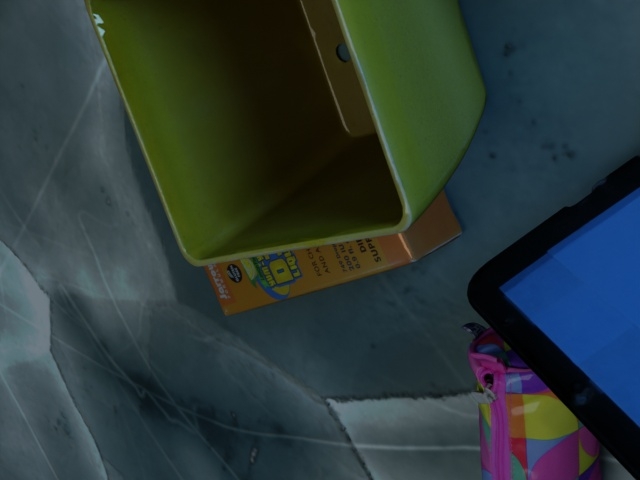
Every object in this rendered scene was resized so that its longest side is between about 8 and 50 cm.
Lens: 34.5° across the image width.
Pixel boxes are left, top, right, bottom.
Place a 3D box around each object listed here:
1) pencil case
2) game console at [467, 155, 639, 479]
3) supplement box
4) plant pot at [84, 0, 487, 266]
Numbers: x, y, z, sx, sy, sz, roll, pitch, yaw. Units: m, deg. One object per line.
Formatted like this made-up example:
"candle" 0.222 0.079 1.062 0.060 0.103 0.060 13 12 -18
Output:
"pencil case" 0.168 0.173 0.808 0.104 0.104 0.236 6 116 37
"game console" 0.217 -0.028 0.528 0.293 0.173 0.250 -129 35 -57
"supplement box" 0.000 0.000 0.871 0.233 0.080 0.078 -20 96 45
"plant pot" -0.001 -0.123 0.733 0.212 0.187 0.212 -10 104 42
